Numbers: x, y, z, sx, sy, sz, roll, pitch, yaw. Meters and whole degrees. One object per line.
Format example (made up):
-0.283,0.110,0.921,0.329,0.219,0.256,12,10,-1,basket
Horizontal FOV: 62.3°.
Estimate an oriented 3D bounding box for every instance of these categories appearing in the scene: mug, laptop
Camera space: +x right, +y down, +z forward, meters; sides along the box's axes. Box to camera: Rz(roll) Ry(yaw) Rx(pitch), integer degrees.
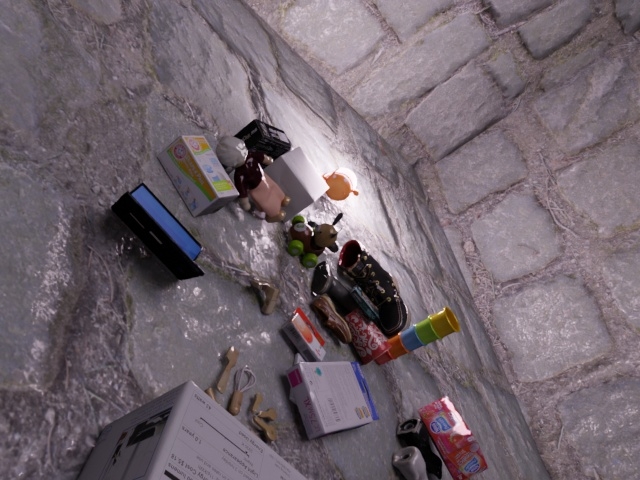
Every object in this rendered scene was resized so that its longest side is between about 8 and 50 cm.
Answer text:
0.147,0.321,1.806,0.169,0.113,0.150,56,-5,9,mug
-0.350,-0.035,1.229,0.234,0.264,0.136,49,61,-15,laptop

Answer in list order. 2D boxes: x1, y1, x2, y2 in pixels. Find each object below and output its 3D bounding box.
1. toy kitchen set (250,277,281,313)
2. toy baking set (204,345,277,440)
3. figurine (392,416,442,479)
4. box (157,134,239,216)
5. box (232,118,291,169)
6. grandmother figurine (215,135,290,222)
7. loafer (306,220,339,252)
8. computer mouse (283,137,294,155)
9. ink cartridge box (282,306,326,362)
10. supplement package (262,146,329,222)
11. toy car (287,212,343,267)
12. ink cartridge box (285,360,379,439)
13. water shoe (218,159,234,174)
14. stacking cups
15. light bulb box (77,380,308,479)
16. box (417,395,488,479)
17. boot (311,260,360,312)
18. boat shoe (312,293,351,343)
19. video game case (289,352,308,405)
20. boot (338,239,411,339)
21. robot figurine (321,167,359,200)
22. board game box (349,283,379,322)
-0.171,0.152,1.474,0.083,0.075,0.068,23,4,29,toy kitchen set
-0.182,0.370,1.189,0.256,0.030,0.196,61,21,8,toy baking set
0.324,0.710,1.672,0.210,0.092,0.215,57,24,-11,figurine
-0.339,-0.182,1.475,0.203,0.103,0.114,58,23,3,box
-0.214,-0.332,1.850,0.180,0.147,0.078,6,54,-60,box
-0.211,-0.187,1.636,0.342,0.104,0.208,55,36,-49,grandmother figurine
0.000,0.000,1.976,0.170,0.062,0.061,41,68,-25,loafer
-0.130,-0.334,2.108,0.272,0.072,0.188,61,25,10,computer mouse
-0.032,0.272,1.556,0.145,0.045,0.179,54,20,-3,ink cartridge box
-0.104,-0.204,1.898,0.194,0.149,0.203,54,24,-6,supplement package
-0.002,-0.025,1.804,0.149,0.188,0.155,43,34,-31,toy car
0.042,0.427,1.451,0.311,0.065,0.186,15,47,-54,ink cartridge box
-0.311,-0.233,1.633,0.080,0.073,0.203,49,24,-12,water shoe
0.325,0.341,1.836,0.096,0.316,0.096,39,31,-29,stacking cups
-0.195,0.479,0.776,0.358,0.225,0.361,48,26,-21,light bulb box
0.437,0.659,1.773,0.128,0.122,0.257,64,-1,-18,box
0.059,0.187,1.838,0.209,0.076,0.190,55,23,-21,boot
0.033,0.261,1.707,0.060,0.064,0.178,-31,86,-36,boat shoe
-0.026,0.407,1.450,0.143,0.019,0.157,46,26,-24,video game case
0.201,0.178,2.023,0.284,0.138,0.377,46,22,-26,boot
0.091,-0.249,2.356,0.158,0.128,0.219,60,23,-11,robot figurine
0.153,0.213,1.829,0.126,0.026,0.186,50,5,4,board game box
